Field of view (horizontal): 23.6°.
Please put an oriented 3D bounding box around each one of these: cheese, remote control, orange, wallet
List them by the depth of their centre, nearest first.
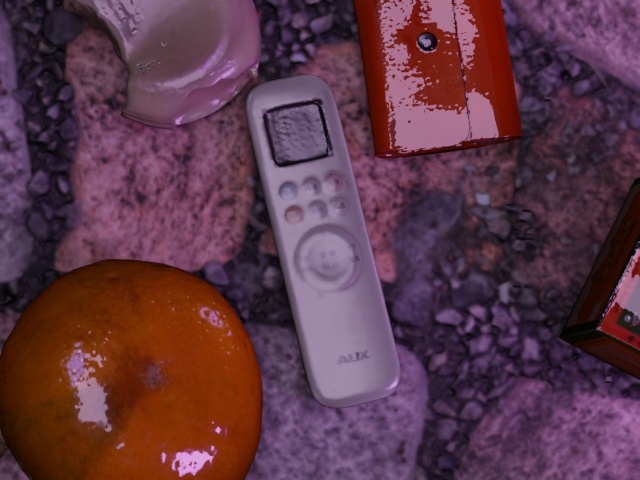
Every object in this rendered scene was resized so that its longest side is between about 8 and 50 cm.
[{"bbox_3d":[-0.163,0.135,1.304,0.240,0.171,0.240,10,72,-31],"label":"orange"},{"bbox_3d":[-0.174,-0.242,1.406,0.163,0.082,0.286,-35,84,-9],"label":"cheese"},{"bbox_3d":[0.001,0.000,1.409,0.090,0.038,0.309,-12,83,-7],"label":"remote control"},{"bbox_3d":[0.107,-0.185,1.439,0.142,0.045,0.204,-7,83,-6],"label":"wallet"}]

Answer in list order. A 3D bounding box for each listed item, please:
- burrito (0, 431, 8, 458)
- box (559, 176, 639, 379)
[{"bbox_3d":[-0.448,0.095,1.338,0.392,0.076,0.117,31,106,0],"label":"burrito"},{"bbox_3d":[0.352,0.051,1.379,0.195,0.148,0.177,28,82,-1],"label":"box"}]
